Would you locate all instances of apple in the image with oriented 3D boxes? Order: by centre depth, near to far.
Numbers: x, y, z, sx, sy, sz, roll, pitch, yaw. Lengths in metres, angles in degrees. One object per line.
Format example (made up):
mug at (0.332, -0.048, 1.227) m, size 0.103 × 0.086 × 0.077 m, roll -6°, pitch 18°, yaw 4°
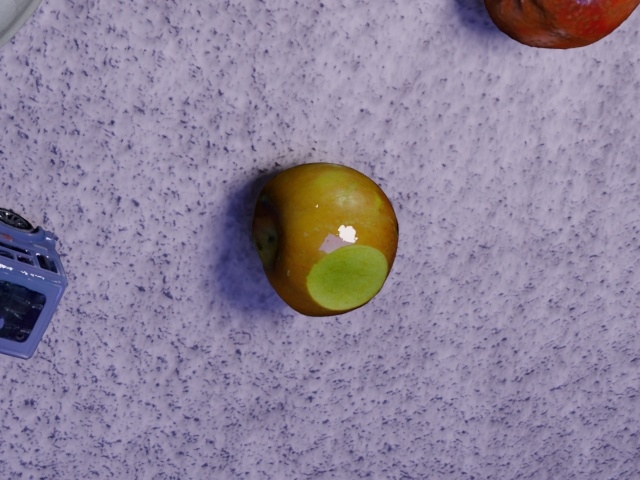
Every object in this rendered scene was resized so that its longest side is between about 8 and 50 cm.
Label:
apple at (-0.002, -0.004, 1.571) m, size 0.147 × 0.146 × 0.163 m, roll 11°, pitch 123°, yaw -36°

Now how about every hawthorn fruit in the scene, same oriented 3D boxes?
hawthorn fruit at (0.274, -0.294, 1.555) m, size 0.200 × 0.179 × 0.179 m, roll -16°, pitch 122°, yaw -42°

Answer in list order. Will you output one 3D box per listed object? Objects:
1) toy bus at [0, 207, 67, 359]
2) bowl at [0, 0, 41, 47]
toy bus at (-0.399, 0.017, 1.399) m, size 0.292 × 0.133 × 0.125 m, roll 20°, pitch 105°, yaw -32°
bowl at (-0.385, -0.288, 1.218) m, size 0.435 × 0.196 × 0.434 m, roll -11°, pitch 119°, yaw -21°
